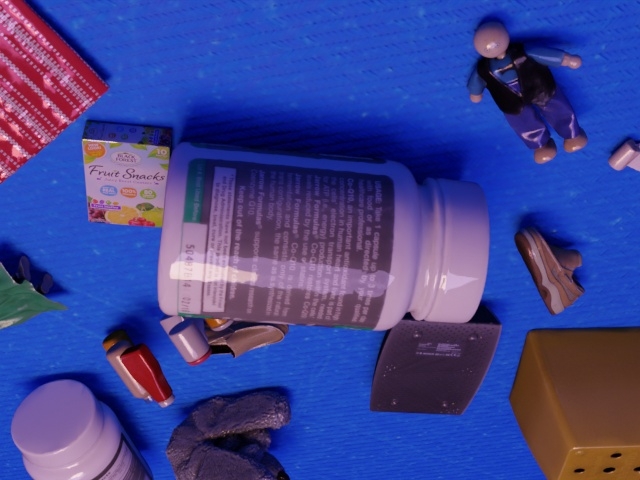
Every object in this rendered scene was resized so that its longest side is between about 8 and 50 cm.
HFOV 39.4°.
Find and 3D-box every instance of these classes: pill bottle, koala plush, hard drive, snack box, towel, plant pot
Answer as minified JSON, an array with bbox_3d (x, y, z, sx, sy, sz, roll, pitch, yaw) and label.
[{"bbox_3d":[-0.392,0.361,1.482,0.161,0.161,0.283,-7,138,6],"label":"pill bottle"},{"bbox_3d":[-0.132,0.385,1.512,0.203,0.196,0.221,-3,141,20],"label":"koala plush"},{"bbox_3d":[0.169,0.183,1.377,0.172,0.054,0.254,3,139,-5],"label":"hard drive"},{"bbox_3d":[0.000,0.000,1.049,0.361,0.204,0.204,5,138,-6],"label":"pill bottle"},{"bbox_3d":[-0.232,-0.076,1.080,0.100,0.037,0.141,4,138,-8],"label":"snack box"},{"bbox_3d":[-0.388,-0.141,0.939,0.275,0.031,0.199,-39,130,5],"label":"towel"},{"bbox_3d":[0.425,0.272,1.386,0.212,0.187,0.212,-1,139,0],"label":"plant pot"}]

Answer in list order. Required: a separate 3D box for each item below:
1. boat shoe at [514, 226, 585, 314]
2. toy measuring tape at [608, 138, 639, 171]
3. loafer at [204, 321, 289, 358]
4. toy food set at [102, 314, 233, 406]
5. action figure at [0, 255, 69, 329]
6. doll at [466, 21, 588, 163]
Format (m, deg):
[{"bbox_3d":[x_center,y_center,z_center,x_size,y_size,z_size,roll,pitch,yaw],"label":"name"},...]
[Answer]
[{"bbox_3d":[0.317,0.030,1.209,0.072,0.068,0.190,-27,144,10],"label":"boat shoe"},{"bbox_3d":[0.504,-0.028,1.102,0.330,0.121,0.121,18,135,-21],"label":"toy measuring tape"},{"bbox_3d":[-0.119,0.147,1.329,0.148,0.050,0.056,-9,138,8],"label":"loafer"},{"bbox_3d":[-0.212,0.167,1.279,0.232,0.111,0.104,-21,110,25],"label":"toy food set"},{"bbox_3d":[-0.487,0.093,1.246,0.232,0.063,0.137,-22,137,16],"label":"action figure"},{"bbox_3d":[0.227,-0.169,0.982,0.129,0.046,0.189,-20,130,34],"label":"doll"}]
